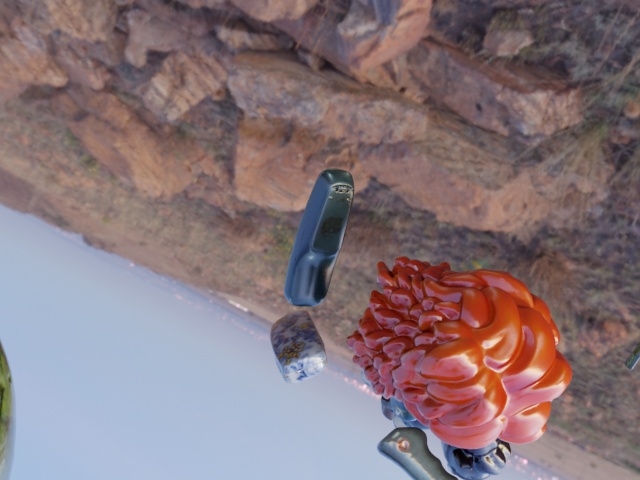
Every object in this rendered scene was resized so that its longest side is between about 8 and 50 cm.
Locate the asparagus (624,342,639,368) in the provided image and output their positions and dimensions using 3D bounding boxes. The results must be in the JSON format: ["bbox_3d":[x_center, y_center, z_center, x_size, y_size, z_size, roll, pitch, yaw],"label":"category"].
[{"bbox_3d":[0.427,0.116,0.895,0.018,0.127,0.015,3,-145,-23],"label":"asparagus"}]

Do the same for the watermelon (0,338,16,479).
[{"bbox_3d":[-0.387,0.172,0.537,0.330,0.331,0.189,26,148,8],"label":"watermelon"}]

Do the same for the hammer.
[{"bbox_3d":[0.159,0.257,0.554,0.287,0.111,0.033,45,167,13],"label":"hammer"}]

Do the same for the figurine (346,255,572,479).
[{"bbox_3d":[0.178,0.193,0.988,0.412,0.241,0.306,90,157,-50],"label":"figurine"}]

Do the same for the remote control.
[{"bbox_3d":[0.000,0.000,1.030,0.072,0.222,0.042,4,-155,-28],"label":"remote control"}]

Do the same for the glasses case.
[{"bbox_3d":[-0.041,0.178,1.199,0.248,0.086,0.065,-130,16,-76],"label":"glasses case"}]
